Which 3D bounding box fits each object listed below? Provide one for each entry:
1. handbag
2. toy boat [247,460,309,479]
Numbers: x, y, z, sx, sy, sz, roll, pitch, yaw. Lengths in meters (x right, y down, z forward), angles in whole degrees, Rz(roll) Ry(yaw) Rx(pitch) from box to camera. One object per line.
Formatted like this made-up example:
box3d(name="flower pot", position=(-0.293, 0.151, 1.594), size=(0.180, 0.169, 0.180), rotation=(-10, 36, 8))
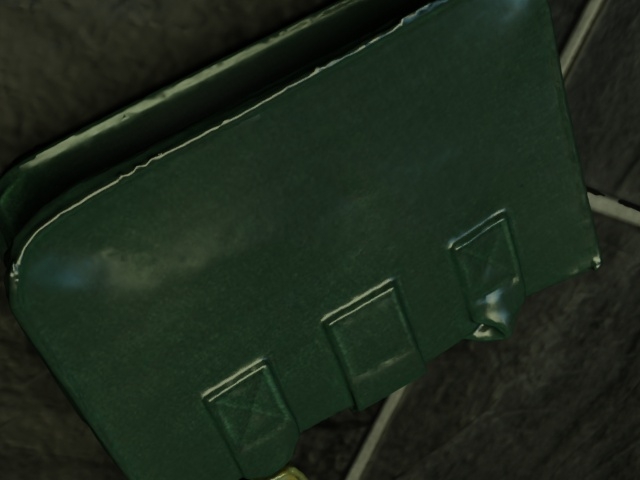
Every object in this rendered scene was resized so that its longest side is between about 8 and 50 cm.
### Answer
box3d(name="handbag", position=(-0.001, -0.001, 0.598), size=(0.327, 0.089, 0.238), rotation=(-30, 125, -12))
box3d(name="toy boat", position=(-0.019, 0.218, 0.715), size=(0.065, 0.066, 0.172), rotation=(-23, 124, -19))
